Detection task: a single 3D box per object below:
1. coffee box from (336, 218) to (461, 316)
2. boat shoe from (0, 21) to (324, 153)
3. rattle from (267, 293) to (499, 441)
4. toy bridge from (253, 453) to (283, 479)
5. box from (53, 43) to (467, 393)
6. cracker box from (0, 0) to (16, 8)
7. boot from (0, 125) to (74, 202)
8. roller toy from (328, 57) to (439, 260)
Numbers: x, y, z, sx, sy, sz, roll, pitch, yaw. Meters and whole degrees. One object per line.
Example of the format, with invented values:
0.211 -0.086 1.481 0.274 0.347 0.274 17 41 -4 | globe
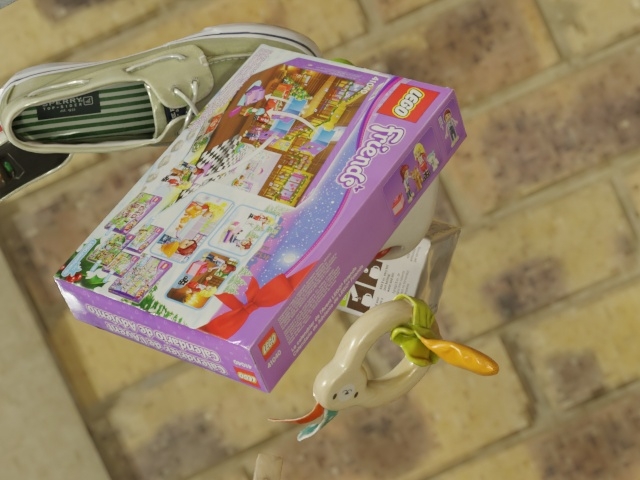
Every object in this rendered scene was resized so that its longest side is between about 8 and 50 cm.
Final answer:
0.000 0.000 2.008 0.297 0.118 0.168 18 10 14 | coffee box
-0.141 -0.122 1.498 0.302 0.109 0.094 -11 26 -4 | boat shoe
0.064 0.162 1.689 0.200 0.143 0.130 -38 -27 -14 | rattle
-0.068 0.270 1.602 0.026 0.063 0.188 12 -33 -7 | toy bridge
-0.044 -0.028 1.322 0.201 0.057 0.293 18 55 34 | box
-0.350 -0.334 1.652 0.156 0.067 0.232 -21 -36 24 | cracker box
-0.402 -0.087 1.888 0.244 0.088 0.176 -25 21 -9 | boot
0.015 -0.064 1.695 0.146 0.191 0.209 -8 38 -32 | roller toy
